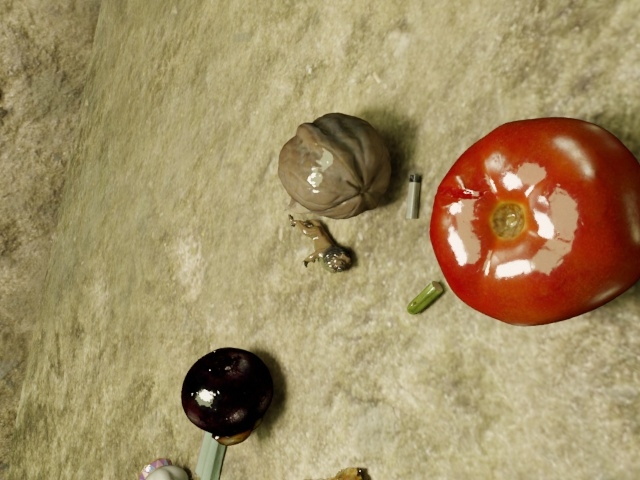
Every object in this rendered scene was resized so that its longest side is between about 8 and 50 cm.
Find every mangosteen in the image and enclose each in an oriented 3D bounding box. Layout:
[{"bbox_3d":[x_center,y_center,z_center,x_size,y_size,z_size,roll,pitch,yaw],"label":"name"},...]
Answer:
[{"bbox_3d":[-0.210,0.373,1.431,0.211,0.211,0.250,32,140,44],"label":"mangosteen"}]

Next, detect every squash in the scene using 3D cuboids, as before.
[{"bbox_3d":[0.188,0.109,1.127,0.083,0.027,0.027,-51,53,33],"label":"squash"}]

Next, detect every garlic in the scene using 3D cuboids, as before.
[{"bbox_3d":[-0.020,-0.100,1.348,0.152,0.066,0.084,-59,22,22],"label":"garlic"}]

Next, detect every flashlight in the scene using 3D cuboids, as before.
[{"bbox_3d":[0.175,-0.082,1.160,0.018,0.018,0.083,5,91,49],"label":"flashlight"}]

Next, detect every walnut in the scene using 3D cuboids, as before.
[{"bbox_3d":[0.027,-0.146,1.201,0.224,0.224,0.224,-4,84,47],"label":"walnut"}]

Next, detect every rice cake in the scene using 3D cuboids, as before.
[{"bbox_3d":[-0.277,0.526,1.591,0.080,0.042,0.222,27,107,44],"label":"rice cake"}]

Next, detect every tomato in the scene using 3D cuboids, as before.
[{"bbox_3d":[0.312,-0.019,0.857,0.298,0.226,0.299,-5,82,40],"label":"tomato"}]

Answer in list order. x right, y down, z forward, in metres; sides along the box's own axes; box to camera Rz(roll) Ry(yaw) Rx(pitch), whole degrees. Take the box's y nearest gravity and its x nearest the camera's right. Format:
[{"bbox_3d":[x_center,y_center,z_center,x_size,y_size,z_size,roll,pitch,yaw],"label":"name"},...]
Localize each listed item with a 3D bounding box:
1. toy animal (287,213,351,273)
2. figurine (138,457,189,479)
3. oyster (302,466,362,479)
[{"bbox_3d":[-0.013,0.011,1.327,0.086,0.069,0.220,-49,56,6],"label":"toy animal"},{"bbox_3d":[-0.383,0.707,1.626,0.263,0.142,0.190,40,147,40],"label":"figurine"},{"bbox_3d":[-0.004,0.585,1.248,0.354,0.107,0.201,-34,59,41],"label":"oyster"}]
